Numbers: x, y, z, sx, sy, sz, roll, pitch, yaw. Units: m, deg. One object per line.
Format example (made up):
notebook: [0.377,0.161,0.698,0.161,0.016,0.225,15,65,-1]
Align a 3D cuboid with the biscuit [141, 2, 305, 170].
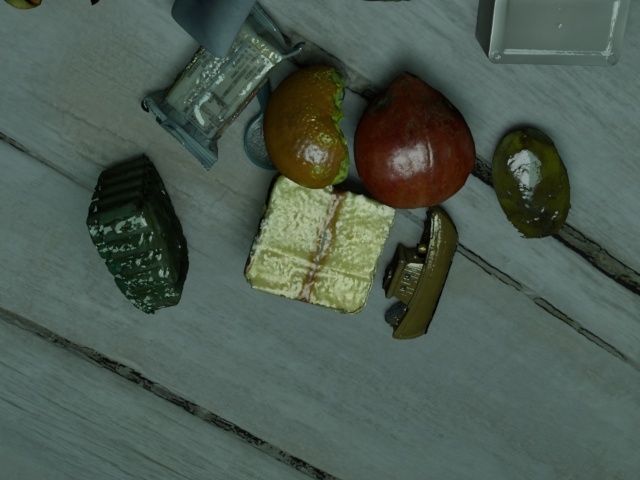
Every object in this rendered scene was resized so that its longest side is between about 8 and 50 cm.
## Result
biscuit: [-0.190,-0.307,1.921,0.186,0.079,0.309,41,112,0]

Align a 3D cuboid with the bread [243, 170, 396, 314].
bread: [0.000,0.000,2.020,0.263,0.198,0.236,15,134,-7]

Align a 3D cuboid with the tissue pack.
tissue pack: [0.421,-0.415,1.860,0.246,0.136,0.160,2,120,-2]

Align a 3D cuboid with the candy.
candy: [-0.185,-0.427,1.805,0.138,0.071,0.174,43,127,11]

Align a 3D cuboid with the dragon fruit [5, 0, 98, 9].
dragon fruit: [-0.464,-0.536,1.729,0.290,0.189,0.291,-1,121,-1]

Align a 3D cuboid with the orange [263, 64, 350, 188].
orange: [-0.029,-0.213,1.906,0.158,0.237,0.179,5,165,-12]

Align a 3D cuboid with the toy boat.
toy boat: [0.201,0.068,2.159,0.121,0.089,0.321,12,120,-6]

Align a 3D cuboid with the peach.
peach: [0.174,-0.193,1.928,0.232,0.232,0.257,-3,123,0]

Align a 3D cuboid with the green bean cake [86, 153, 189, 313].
green bean cake: [-0.348,-0.009,2.009,0.132,0.241,0.255,-19,119,4]

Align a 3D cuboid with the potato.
potato: [0.424,-0.114,2.046,0.149,0.113,0.251,-13,121,10]

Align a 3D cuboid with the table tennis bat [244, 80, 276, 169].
table tennis bat: [-0.099,-0.230,2.011,0.124,0.033,0.201,-14,122,-2]
